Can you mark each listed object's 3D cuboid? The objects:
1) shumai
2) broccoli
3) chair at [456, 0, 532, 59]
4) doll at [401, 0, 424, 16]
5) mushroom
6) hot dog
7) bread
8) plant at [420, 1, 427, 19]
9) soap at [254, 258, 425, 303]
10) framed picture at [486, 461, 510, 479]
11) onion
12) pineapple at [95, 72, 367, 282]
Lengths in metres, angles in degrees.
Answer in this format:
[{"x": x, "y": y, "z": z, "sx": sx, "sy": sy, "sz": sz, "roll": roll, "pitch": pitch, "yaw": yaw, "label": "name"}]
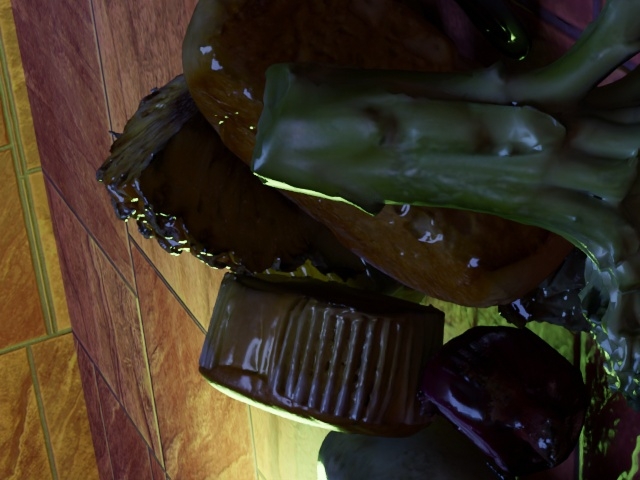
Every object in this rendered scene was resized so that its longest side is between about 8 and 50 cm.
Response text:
[{"x": 0.210, "y": 0.039, "z": 1.552, "sx": 0.099, "sy": 0.087, "sz": 0.123, "roll": 121, "pitch": 130, "yaw": -66, "label": "shumai"}, {"x": 0.179, "y": -0.034, "z": 1.175, "sx": 0.275, "sy": 0.397, "sz": 0.353, "roll": 32, "pitch": -147, "yaw": -82, "label": "broccoli"}, {"x": 0.122, "y": -0.319, "z": 1.448, "sx": 0.326, "sy": 0.183, "sz": 0.175, "roll": 27, "pitch": -160, "yaw": -48, "label": "chair"}, {"x": 0.044, "y": -0.299, "z": 1.624, "sx": 0.098, "sy": 0.135, "sz": 0.241, "roll": 106, "pitch": 163, "yaw": -48, "label": "doll"}, {"x": 0.107, "y": 0.352, "z": 1.833, "sx": 0.352, "sy": 0.260, "sz": 0.352, "roll": 54, "pitch": 160, "yaw": 29, "label": "mushroom"}, {"x": 0.054, "y": -0.099, "z": 1.509, "sx": 0.405, "sy": 0.185, "sz": 0.223, "roll": 38, "pitch": 164, "yaw": -1, "label": "hot dog"}, {"x": 0.001, "y": 0.127, "z": 1.741, "sx": 0.288, "sy": 0.204, "sz": 0.156, "roll": 13, "pitch": 94, "yaw": 45, "label": "bread"}, {"x": 0.049, "y": -0.134, "z": 1.716, "sx": 0.142, "sy": 0.164, "sz": 0.256, "roll": 11, "pitch": 100, "yaw": 48, "label": "plant"}, {"x": 0.000, "y": 0.000, "z": 1.980, "sx": 0.259, "sy": 0.143, "sz": 0.281, "roll": -48, "pitch": 58, "yaw": 48, "label": "soap"}, {"x": 0.253, "y": 0.309, "z": 1.610, "sx": 0.195, "sy": 0.010, "sz": 0.199, "roll": 44, "pitch": 177, "yaw": 28, "label": "framed picture"}, {"x": 0.204, "y": 0.157, "z": 1.596, "sx": 0.173, "sy": 0.135, "sz": 0.198, "roll": 39, "pitch": 169, "yaw": -26, "label": "onion"}, {"x": -0.097, "y": -0.045, "z": 1.811, "sx": 0.209, "sy": 0.344, "sz": 0.286, "roll": -15, "pitch": 120, "yaw": 46, "label": "pineapple"}]
